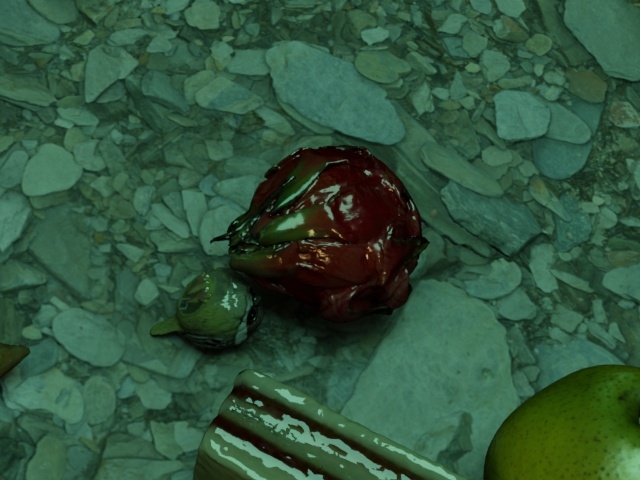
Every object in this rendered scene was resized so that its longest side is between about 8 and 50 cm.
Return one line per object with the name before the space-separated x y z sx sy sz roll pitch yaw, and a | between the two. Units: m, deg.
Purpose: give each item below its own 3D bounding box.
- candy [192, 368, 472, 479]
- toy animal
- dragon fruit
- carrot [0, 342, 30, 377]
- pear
candy | 0.018 0.291 1.560 0.321 0.179 0.135 27 52 6
toy animal | -0.132 0.094 1.744 0.098 0.137 0.098 43 25 -26
dragon fruit | 0.000 0.000 1.738 0.234 0.233 0.293 45 39 20
carrot | -0.451 0.157 1.603 0.263 0.102 0.102 -16 59 -25
pear | 0.313 0.278 1.562 0.294 0.294 0.294 7 53 -9
